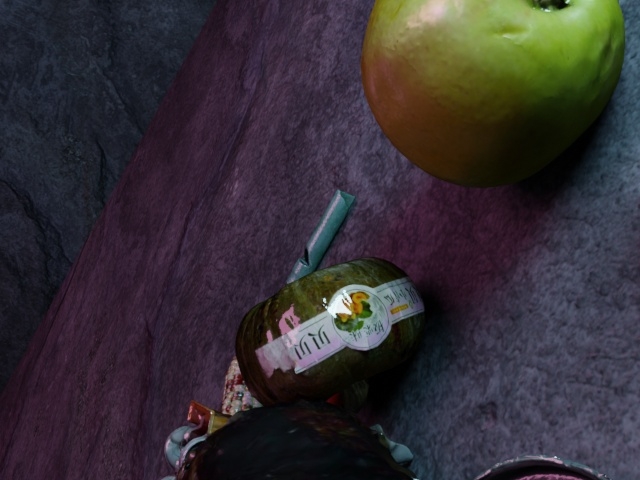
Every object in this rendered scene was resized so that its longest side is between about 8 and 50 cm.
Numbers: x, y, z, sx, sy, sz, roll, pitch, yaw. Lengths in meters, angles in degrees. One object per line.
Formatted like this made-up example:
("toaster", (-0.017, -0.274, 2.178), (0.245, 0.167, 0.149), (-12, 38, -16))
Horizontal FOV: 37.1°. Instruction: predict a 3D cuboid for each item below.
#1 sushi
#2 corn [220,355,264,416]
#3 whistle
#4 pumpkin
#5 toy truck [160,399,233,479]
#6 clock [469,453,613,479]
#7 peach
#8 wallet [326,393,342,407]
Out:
("sushi", (-0.016, 0.349, 1.065), (0.294, 0.281, 0.299), (-135, 64, -70))
("corn", (-0.131, 0.300, 1.563), (0.092, 0.092, 0.280), (-47, 30, 37))
("whistle", (0.000, 0.000, 1.622), (0.186, 0.039, 0.039), (-60, 25, 14))
("pumpkin", (0.017, 0.138, 1.254), (0.260, 0.260, 0.189), (-31, 80, 52))
("toy truck", (-0.131, 0.432, 1.315), (0.173, 0.207, 0.387), (167, 115, -72))
("clock", (0.197, 0.335, 0.852), (0.281, 0.055, 0.280), (-28, 48, 37))
("peach", (0.198, -0.211, 1.109), (0.315, 0.314, 0.281), (-42, 50, 47))
("wallet", (0.011, 0.185, 1.432), (0.142, 0.045, 0.204), (28, 95, 63))
